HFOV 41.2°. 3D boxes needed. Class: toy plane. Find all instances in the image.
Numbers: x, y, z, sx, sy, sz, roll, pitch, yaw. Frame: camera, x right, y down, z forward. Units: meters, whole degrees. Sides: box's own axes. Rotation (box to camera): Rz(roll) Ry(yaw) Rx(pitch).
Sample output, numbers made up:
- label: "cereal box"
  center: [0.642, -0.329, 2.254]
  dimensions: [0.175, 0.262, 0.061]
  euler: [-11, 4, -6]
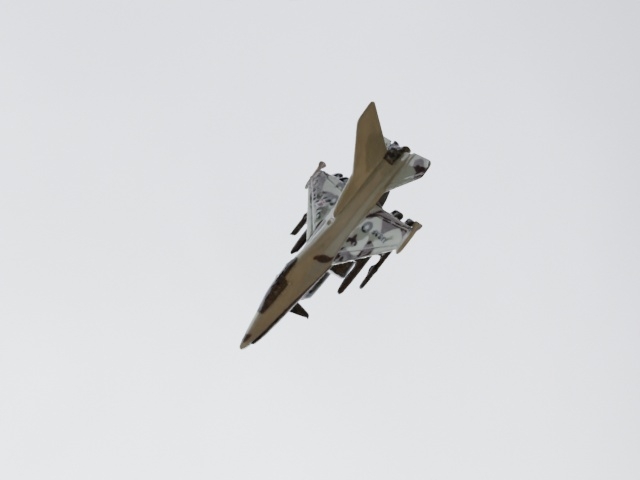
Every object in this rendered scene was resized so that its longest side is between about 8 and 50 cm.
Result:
- label: "toy plane"
  center: [0.014, 0.001, 0.724]
  dimensions: [0.082, 0.160, 0.234]
  euler: [22, -80, -38]
